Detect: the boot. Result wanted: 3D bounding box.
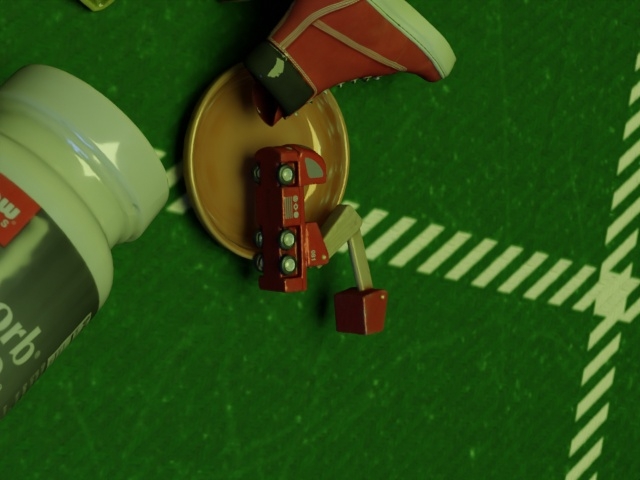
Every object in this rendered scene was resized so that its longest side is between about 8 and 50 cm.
[{"bbox_3d":[0.023,-0.170,1.831,0.176,0.088,0.244,-51,147,7],"label":"boot"}]

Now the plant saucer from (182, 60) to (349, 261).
[{"bbox_3d":[-0.057,-0.080,1.835,0.200,0.037,0.200,-3,94,-40],"label":"plant saucer"}]

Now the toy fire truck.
[{"bbox_3d":[0.000,0.000,1.833,0.135,0.047,0.192,-6,97,-40],"label":"toy fire truck"}]

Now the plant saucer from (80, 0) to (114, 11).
[{"bbox_3d":[-0.185,-0.313,1.639,0.188,0.045,0.188,-41,146,7],"label":"plant saucer"}]

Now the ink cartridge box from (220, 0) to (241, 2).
[{"bbox_3d":[-0.009,-0.354,1.821,0.234,0.088,0.193,-25,107,-37],"label":"ink cartridge box"}]

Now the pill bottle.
[{"bbox_3d":[-0.301,0.036,1.527,0.363,0.210,0.210,-50,122,-26],"label":"pill bottle"}]
